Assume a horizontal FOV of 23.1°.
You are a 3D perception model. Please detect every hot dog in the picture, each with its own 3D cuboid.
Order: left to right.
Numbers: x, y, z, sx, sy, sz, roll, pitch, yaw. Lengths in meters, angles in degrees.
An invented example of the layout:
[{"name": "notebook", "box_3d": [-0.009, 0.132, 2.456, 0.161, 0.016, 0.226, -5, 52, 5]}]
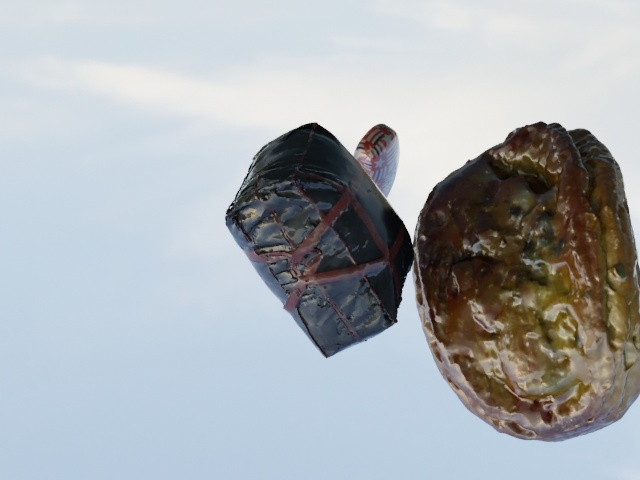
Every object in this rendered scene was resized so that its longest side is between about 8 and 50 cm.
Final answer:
[{"name": "hot dog", "box_3d": [0.245, 0.033, 1.789, 0.267, 0.388, 0.174, -22, 147, 24]}]

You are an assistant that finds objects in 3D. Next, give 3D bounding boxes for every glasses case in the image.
[{"name": "glasses case", "box_3d": [0.073, -0.088, 2.061, 0.049, 0.194, 0.073, 34, -111, 11]}]

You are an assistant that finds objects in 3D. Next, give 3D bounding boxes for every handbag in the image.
[{"name": "handbag", "box_3d": [0.000, 0.000, 1.671, 0.155, 0.215, 0.169, -31, -166, 18]}]
